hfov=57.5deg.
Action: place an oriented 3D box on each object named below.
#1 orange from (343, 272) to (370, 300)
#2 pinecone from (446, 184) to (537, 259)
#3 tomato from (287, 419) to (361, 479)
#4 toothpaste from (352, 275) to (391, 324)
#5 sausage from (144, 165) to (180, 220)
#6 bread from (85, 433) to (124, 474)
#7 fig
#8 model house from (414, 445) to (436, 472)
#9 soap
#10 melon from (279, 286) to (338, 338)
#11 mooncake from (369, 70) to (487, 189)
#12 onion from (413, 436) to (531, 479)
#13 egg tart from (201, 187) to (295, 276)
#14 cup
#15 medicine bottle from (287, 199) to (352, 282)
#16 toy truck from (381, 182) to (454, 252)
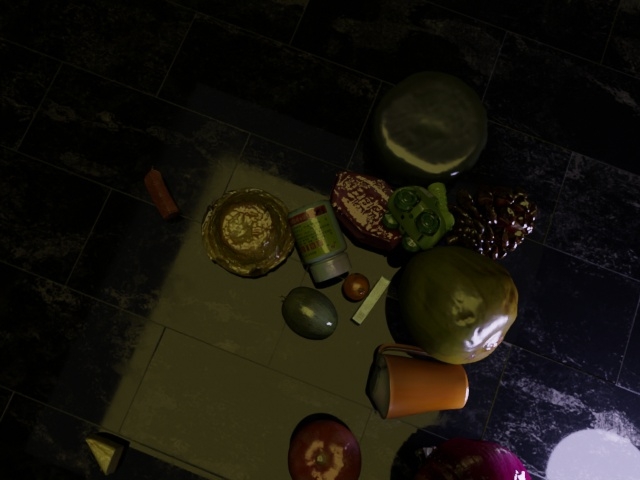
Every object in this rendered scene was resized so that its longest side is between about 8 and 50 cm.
[{"bbox_3d":[0.108,0.140,1.762,0.083,0.083,0.083,0,79,-2],"label":"orange"},{"bbox_3d":[0.509,-0.063,1.737,0.309,0.244,0.244,-23,80,-24],"label":"pinecone"},{"bbox_3d":[0.012,0.604,1.613,0.208,0.184,0.208,-2,70,5],"label":"tomato"},{"bbox_3d":[0.153,0.182,1.771,0.034,0.046,0.164,35,80,7],"label":"toothpaste"},{"bbox_3d":[-0.498,-0.148,1.810,0.065,0.065,0.169,-29,80,-7],"label":"sausage"},{"bbox_3d":[-0.626,0.603,1.646,0.109,0.084,0.080,21,77,2],"label":"bread"},{"bbox_3d":[0.372,0.173,1.655,0.343,0.343,0.343,0,79,-2],"label":"fig"},{"bbox_3d":[0.314,0.643,1.686,0.058,0.057,0.083,6,57,-26],"label":"model house"},{"bbox_3d":[0.145,-0.097,1.797,0.182,0.112,0.289,-40,82,-14],"label":"soap"},{"bbox_3d":[-0.037,0.209,1.713,0.192,0.139,0.139,33,80,0],"label":"melon"},{"bbox_3d":[0.327,-0.330,1.807,0.356,0.194,0.356,0,80,2],"label":"mooncake"},{"bbox_3d":[0.425,0.714,1.505,0.348,0.385,0.347,-10,113,-23],"label":"onion"},{"bbox_3d":[-0.220,-0.033,1.770,0.295,0.116,0.294,0,81,-2],"label":"egg tart"},{"bbox_3d":[0.275,0.400,1.687,0.264,0.182,0.226,1,47,-8],"label":"cup"},{"bbox_3d":[0.000,0.000,1.745,0.139,0.139,0.225,-22,92,-6],"label":"medicine bottle"},{"bbox_3d":[0.302,-0.071,1.678,0.211,0.148,0.187,-11,63,-24],"label":"toy truck"}]
